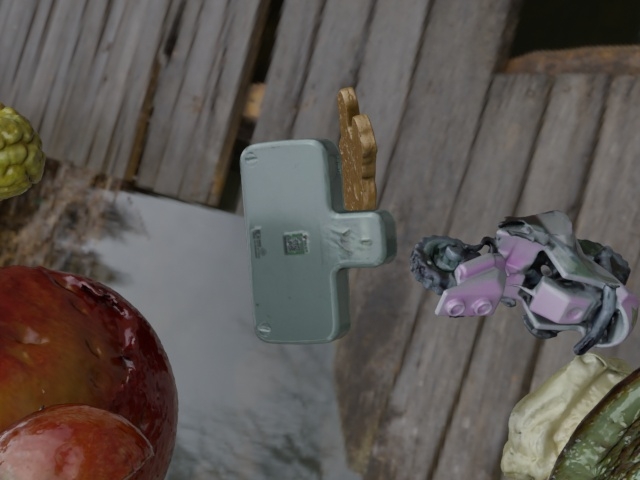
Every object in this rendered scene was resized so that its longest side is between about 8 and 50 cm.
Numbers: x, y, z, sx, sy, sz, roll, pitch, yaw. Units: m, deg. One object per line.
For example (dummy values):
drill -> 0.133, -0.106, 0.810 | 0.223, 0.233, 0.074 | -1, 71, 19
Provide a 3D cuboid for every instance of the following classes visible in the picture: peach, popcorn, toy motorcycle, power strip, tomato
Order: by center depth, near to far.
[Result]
tomato -> -0.238, 0.211, 0.811 | 0.237, 0.095, 0.237 | -45, -2, -2
peach -> -0.323, 0.204, 1.102 | 0.353, 0.416, 0.339 | -31, 76, 12
power strip -> 0.000, 0.000, 1.341 | 0.194, 0.059, 0.264 | -2, 94, 22
toy motorcycle -> 0.282, 0.060, 1.358 | 0.188, 0.327, 0.143 | -116, 35, -45
popcorn -> -0.546, -0.156, 1.679 | 0.200, 0.203, 0.226 | -22, 12, 9

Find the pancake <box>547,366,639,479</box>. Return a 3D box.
pancake -> 0.393, 0.254, 1.332 | 0.427, 0.067, 0.305 | -41, -3, -13

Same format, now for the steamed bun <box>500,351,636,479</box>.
steamed bun -> 0.479, 0.397, 1.818 | 0.230, 0.325, 0.372 | 88, 167, -62

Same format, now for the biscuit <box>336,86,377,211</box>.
biscuit -> 0.058, -0.114, 1.613 | 0.144, 0.040, 0.236 | -105, 7, -46
